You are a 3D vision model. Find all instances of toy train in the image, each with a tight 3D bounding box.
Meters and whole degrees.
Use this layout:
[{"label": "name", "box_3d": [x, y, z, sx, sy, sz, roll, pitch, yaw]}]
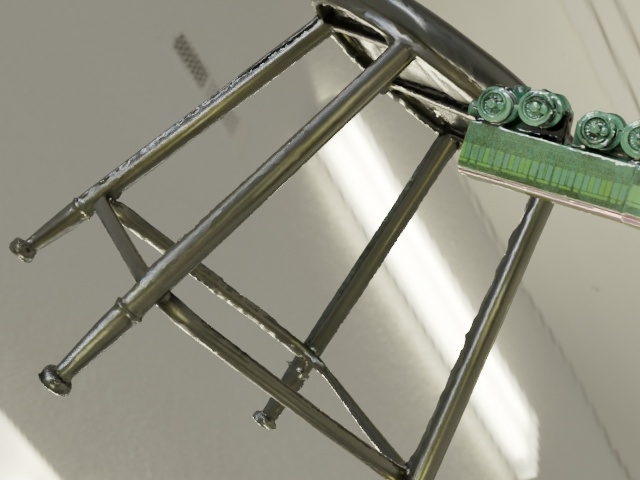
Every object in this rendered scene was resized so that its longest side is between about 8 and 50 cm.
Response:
[{"label": "toy train", "box_3d": [0.159, -0.058, 0.740, 0.038, 0.148, 0.071, -12, -62, -59]}]

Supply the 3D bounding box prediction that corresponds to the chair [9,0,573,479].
[{"label": "chair", "box_3d": [0.000, 0.000, 1.044, 0.362, 0.410, 0.364, 39, 180, -25]}]
